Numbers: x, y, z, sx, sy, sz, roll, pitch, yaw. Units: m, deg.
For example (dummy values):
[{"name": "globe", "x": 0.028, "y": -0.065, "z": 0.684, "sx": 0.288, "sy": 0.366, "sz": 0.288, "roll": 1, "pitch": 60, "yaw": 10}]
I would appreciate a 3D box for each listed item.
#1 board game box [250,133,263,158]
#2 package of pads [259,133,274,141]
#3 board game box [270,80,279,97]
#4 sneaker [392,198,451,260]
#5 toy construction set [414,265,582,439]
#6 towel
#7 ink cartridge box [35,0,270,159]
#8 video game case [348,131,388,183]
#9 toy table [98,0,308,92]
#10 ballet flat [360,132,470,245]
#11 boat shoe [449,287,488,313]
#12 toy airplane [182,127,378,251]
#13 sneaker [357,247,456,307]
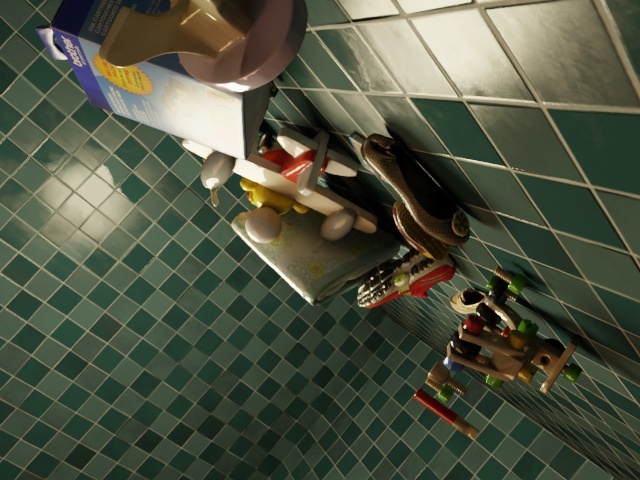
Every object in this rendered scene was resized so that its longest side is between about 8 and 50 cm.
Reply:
[{"name": "board game box", "x": -0.280, "y": -0.340, "z": 1.672, "sx": 0.303, "sy": 0.097, "sz": 0.224, "roll": 58, "pitch": 167, "yaw": -29}, {"name": "package of pads", "x": -0.162, "y": -0.284, "z": 1.775, "sx": 0.083, "sy": 0.050, "sz": 0.032, "roll": 38, "pitch": 165, "yaw": 33}, {"name": "board game box", "x": -0.224, "y": -0.342, "z": 1.228, "sx": 0.259, "sy": 0.030, "sz": 0.136, "roll": 1, "pitch": 142, "yaw": 34}, {"name": "sneaker", "x": 0.197, "y": -0.023, "z": 1.250, "sx": 0.185, "sy": 0.070, "sz": 0.084, "roll": 46, "pitch": 168, "yaw": -31}, {"name": "toy construction set", "x": 0.366, "y": 0.250, "z": 1.152, "sx": 0.237, "sy": 0.309, "sz": 0.257, "roll": 34, "pitch": 180, "yaw": 19}, {"name": "towel", "x": 0.000, "y": 0.000, "z": 1.573, "sx": 0.320, "sy": 0.374, "sz": 0.090, "roll": 39, "pitch": 129, "yaw": 27}, {"name": "ink cartridge box", "x": -0.296, "y": -0.321, "z": 1.069, "sx": 0.395, "sy": 0.151, "sz": 0.270, "roll": 21, "pitch": 163, "yaw": 0}, {"name": "video game case", "x": 0.131, "y": -0.134, "z": 1.129, "sx": 0.166, "sy": 0.015, "sz": 0.119, "roll": 38, "pitch": 174, "yaw": 28}, {"name": "toy table", "x": -0.157, "y": -0.306, "z": 0.753, "sx": 0.274, "sy": 0.252, "sz": 0.160, "roll": 19, "pitch": 176, "yaw": 44}, {"name": "ballet flat", "x": 0.170, "y": -0.088, "z": 0.992, "sx": 0.250, "sy": 0.084, "sz": 0.058, "roll": 45, "pitch": 138, "yaw": -8}, {"name": "boat shoe", "x": 0.367, "y": 0.143, "z": 1.437, "sx": 0.059, "sy": 0.063, "sz": 0.170, "roll": 46, "pitch": 164, "yaw": -17}, {"name": "toy airplane", "x": -0.084, "y": -0.117, "z": 1.370, "sx": 0.386, "sy": 0.273, "sz": 0.384, "roll": 22, "pitch": 176, "yaw": 24}, {"name": "sneaker", "x": 0.206, "y": 0.110, "z": 1.434, "sx": 0.118, "sy": 0.107, "sz": 0.279, "roll": 35, "pitch": 135, "yaw": -28}]
